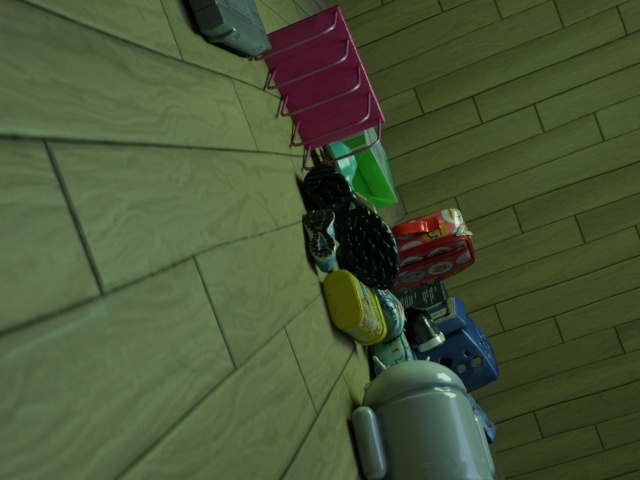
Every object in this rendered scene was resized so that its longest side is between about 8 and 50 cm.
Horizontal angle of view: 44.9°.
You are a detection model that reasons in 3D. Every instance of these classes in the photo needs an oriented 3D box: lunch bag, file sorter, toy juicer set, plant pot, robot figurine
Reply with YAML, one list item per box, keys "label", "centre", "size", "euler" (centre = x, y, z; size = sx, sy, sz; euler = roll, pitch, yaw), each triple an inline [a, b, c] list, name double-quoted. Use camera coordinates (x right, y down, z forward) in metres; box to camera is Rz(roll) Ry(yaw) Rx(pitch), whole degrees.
- label: "lunch bag"
  centre: [0.445, 0.534, 2.532]
  size: [0.293, 0.138, 0.221]
  euler: [62, 13, 11]
- label: "lunch bag"
  centre: [0.182, 0.299, 1.733]
  size: [0.176, 0.090, 0.219]
  euler: [60, 9, -26]
- label: "lunch bag"
  centre: [0.226, 0.024, 1.901]
  size: [0.258, 0.293, 0.120]
  euler: [56, 16, -63]
- label: "file sorter"
  centre: [-0.002, -0.330, 1.722]
  size: [0.182, 0.202, 0.291]
  euler: [-81, 149, -61]
- label: "toy juicer set"
  centre: [0.037, -0.188, 1.980]
  size: [0.209, 0.089, 0.329]
  euler: [149, -83, -83]
- label: "plant pot"
  centre: [0.348, 0.303, 2.187]
  size: [0.212, 0.236, 0.236]
  euler: [63, 14, -7]
- label: "robot figurine"
  centre: [0.189, 0.367, 1.392]
  size: [0.300, 0.200, 0.353]
  euler: [13, 49, -35]

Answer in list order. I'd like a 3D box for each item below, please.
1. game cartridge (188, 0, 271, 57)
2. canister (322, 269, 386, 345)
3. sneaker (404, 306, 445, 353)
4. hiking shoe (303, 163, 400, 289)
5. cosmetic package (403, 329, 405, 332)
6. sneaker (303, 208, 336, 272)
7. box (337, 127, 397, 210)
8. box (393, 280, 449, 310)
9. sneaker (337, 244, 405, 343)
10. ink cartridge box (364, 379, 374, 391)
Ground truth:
- label: "game cartridge"
  centre: [-0.189, -0.464, 1.435]
  size: [0.355, 0.068, 0.230]
  euler: [-34, 107, -78]
- label: "canister"
  centre: [0.069, 0.136, 1.560]
  size: [0.170, 0.073, 0.126]
  euler: [41, 30, -64]
- label: "sneaker"
  centre: [0.232, 0.202, 1.836]
  size: [0.106, 0.078, 0.234]
  euler: [62, -3, 0]
- label: "hiking shoe"
  centre: [0.075, -0.029, 1.674]
  size: [0.304, 0.113, 0.132]
  euler: [59, -3, 7]
- label: "cosmetic package"
  centre: [0.149, 0.172, 1.893]
  size: [0.239, 0.060, 0.099]
  euler: [49, 22, -61]
- label: "sneaker"
  centre: [0.000, 0.000, 1.553]
  size: [0.162, 0.063, 0.073]
  euler: [-91, 176, -48]
- label: "box"
  centre: [0.113, -0.250, 2.298]
  size: [0.262, 0.126, 0.231]
  euler: [57, 19, -44]
- label: "box"
  centre: [0.313, 0.200, 2.360]
  size: [0.156, 0.158, 0.093]
  euler: [-89, 156, -59]
- label: "sneaker"
  centre: [0.096, 0.112, 1.723]
  size: [0.125, 0.104, 0.262]
  euler: [33, 29, -54]
- label: "ink cartridge box"
  centre: [0.161, 0.314, 1.560]
  size: [0.052, 0.122, 0.088]
  euler: [-22, 91, -75]
